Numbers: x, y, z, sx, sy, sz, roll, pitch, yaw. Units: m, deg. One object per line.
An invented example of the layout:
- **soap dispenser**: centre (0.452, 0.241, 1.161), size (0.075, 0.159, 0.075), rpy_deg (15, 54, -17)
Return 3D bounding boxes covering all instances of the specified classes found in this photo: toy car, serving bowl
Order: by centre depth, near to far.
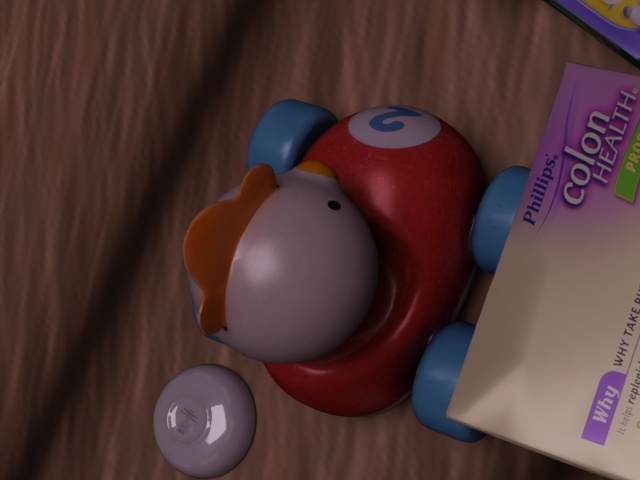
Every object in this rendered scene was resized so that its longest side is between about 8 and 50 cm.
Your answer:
- **toy car**: centre (0.000, 0.000, 0.779), size (0.219, 0.238, 0.210), rpy_deg (20, 89, 29)
- **serving bowl**: centre (-0.089, 0.130, 0.919), size (0.083, 0.027, 0.083), rpy_deg (-6, 78, 27)

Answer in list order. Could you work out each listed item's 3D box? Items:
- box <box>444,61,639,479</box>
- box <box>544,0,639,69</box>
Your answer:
- **box**: centre (0.225, 0.041, 0.689), size (0.243, 0.117, 0.214), rpy_deg (16, 83, 29)
- **box**: centre (0.229, -0.207, 0.816), size (0.105, 0.043, 0.179), rpy_deg (43, 98, 27)
